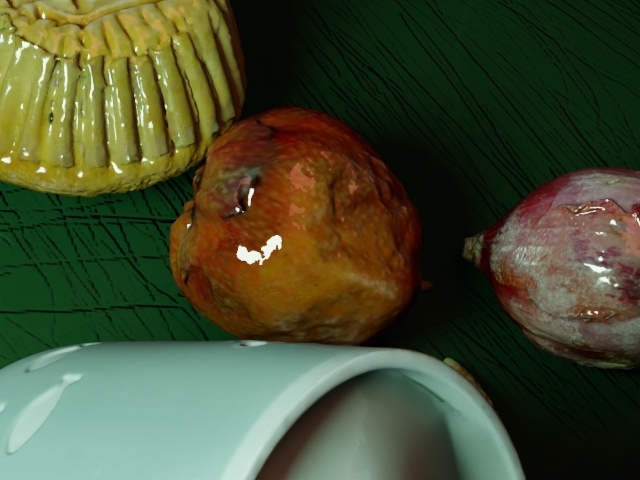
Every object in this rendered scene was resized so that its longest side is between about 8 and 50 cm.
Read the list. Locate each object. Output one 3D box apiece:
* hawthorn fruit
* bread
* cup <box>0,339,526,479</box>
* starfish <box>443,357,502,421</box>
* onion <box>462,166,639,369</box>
[{"bbox_3d":[-0.013,-0.003,1.157,0.179,0.173,0.173,43,50,8],"label":"hawthorn fruit"},{"bbox_3d":[-0.167,-0.132,1.201,0.240,0.139,0.240,6,45,-6],"label":"bread"},{"bbox_3d":[-0.098,0.202,0.841,0.357,0.274,0.259,-34,115,-42],"label":"cup"},{"bbox_3d":[0.075,0.201,1.058,0.358,0.078,0.347,34,47,18],"label":"starfish"},{"bbox_3d":[0.190,0.019,1.239,0.195,0.159,0.159,4,41,28],"label":"onion"}]
